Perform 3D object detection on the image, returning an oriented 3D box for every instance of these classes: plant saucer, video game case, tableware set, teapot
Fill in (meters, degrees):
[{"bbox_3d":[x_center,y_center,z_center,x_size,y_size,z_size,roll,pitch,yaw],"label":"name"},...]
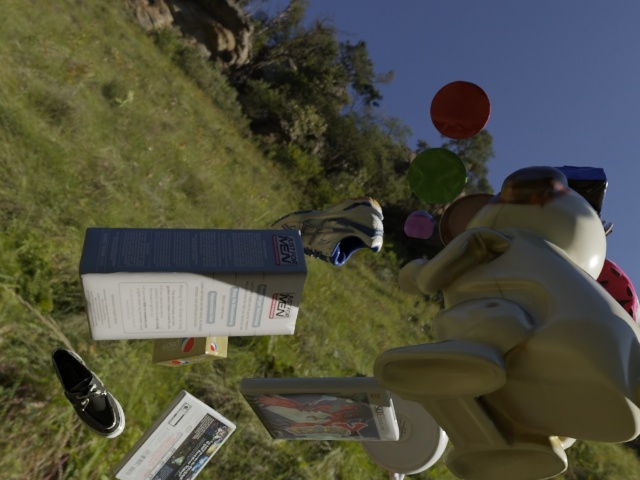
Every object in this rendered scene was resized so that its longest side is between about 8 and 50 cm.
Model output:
[{"bbox_3d":[0.400,-0.037,1.413,0.199,0.036,0.198,6,-58,9],"label":"plant saucer"},{"bbox_3d":[0.005,0.247,0.811,0.202,0.023,0.183,-3,-40,12],"label":"video game case"},{"bbox_3d":[0.593,0.015,1.314,0.039,0.128,0.194,49,-65,10],"label":"tableware set"},{"bbox_3d":[-0.278,0.403,1.091,0.022,0.190,0.173,27,-19,45],"label":"video game case"},{"bbox_3d":[0.224,0.479,1.470,0.256,0.187,0.252,-37,-108,13],"label":"teapot"}]

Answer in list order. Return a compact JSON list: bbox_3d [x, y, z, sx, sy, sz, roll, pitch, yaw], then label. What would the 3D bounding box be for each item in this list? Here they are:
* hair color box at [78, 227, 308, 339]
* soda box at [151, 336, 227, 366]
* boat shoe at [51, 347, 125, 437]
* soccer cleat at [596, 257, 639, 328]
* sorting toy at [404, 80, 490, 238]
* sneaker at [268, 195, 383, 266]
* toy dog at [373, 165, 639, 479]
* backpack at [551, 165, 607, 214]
[{"bbox_3d":[-0.226,0.080,1.026,0.375,0.113,0.185,1,-45,-13],"label":"hair color box"},{"bbox_3d":[-0.278,0.225,1.188,0.181,0.061,0.058,-17,-28,36],"label":"soda box"},{"bbox_3d":[-0.488,0.315,1.160,0.219,0.078,0.070,46,-26,13],"label":"boat shoe"},{"bbox_3d":[0.645,0.176,1.219,0.116,0.143,0.331,-29,-86,17],"label":"soccer cleat"},{"bbox_3d":[0.274,-0.181,1.264,0.127,0.126,0.365,19,-65,8],"label":"sorting toy"},{"bbox_3d":[0.000,0.000,1.268,0.297,0.130,0.112,-18,-29,25],"label":"sneaker"},{"bbox_3d":[0.292,0.071,0.794,0.395,0.407,0.284,-29,-65,38],"label":"toy dog"},{"bbox_3d":[0.534,-0.110,1.198,0.120,0.101,0.097,2,-57,14],"label":"backpack"}]
